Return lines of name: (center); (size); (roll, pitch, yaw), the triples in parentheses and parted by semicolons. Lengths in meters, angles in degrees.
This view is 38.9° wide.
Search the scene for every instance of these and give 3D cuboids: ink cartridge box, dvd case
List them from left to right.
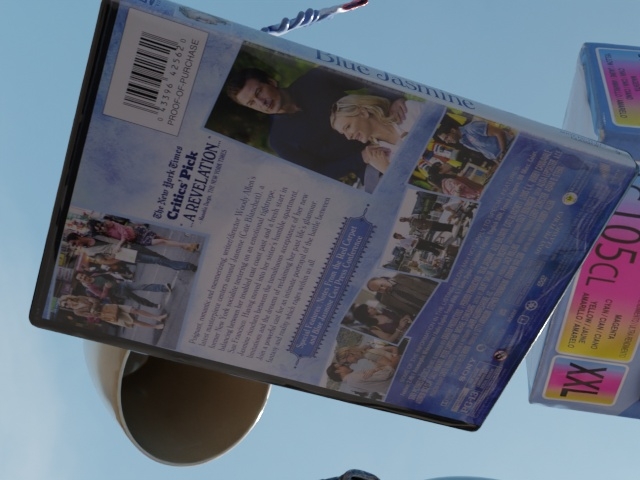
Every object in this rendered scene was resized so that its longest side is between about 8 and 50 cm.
dvd case: (0.000, 0.000, 0.442); (0.022, 0.253, 0.180); (-94, -157, -56)
ink cartridge box: (0.372, 0.014, 0.680); (0.395, 0.151, 0.270); (5, -50, 4)

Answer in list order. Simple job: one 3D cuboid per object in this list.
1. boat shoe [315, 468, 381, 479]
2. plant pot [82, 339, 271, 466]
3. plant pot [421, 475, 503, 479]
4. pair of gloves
boat shoe: (0.065, 0.340, 1.109); (0.083, 0.183, 0.065); (-30, -142, 33)
plant pot: (-0.255, 0.182, 1.400); (0.274, 0.256, 0.256); (12, -72, 51)
plant pot: (0.163, 0.458, 1.293); (0.195, 0.290, 0.290); (15, -69, 29)
pair of gloves: (-0.018, -0.345, 1.407); (0.159, 0.198, 0.023); (7, -62, 65)
